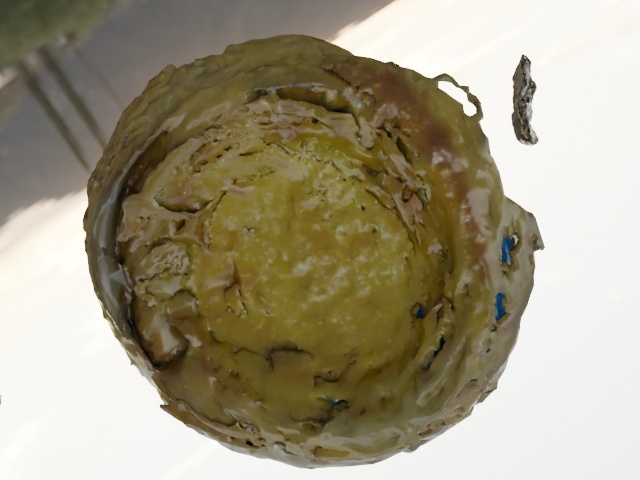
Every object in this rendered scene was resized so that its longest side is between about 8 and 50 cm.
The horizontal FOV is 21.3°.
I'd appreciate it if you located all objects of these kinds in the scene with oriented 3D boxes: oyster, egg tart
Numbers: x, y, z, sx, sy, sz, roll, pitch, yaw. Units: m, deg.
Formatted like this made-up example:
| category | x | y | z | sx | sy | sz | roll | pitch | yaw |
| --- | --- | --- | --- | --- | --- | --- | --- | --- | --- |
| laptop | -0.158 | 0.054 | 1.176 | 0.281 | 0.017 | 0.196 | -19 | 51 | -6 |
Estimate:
| category | x | y | z | sx | sy | sz | roll | pitch | yaw |
| --- | --- | --- | --- | --- | --- | --- | --- | --- | --- |
| oyster | 0.158 | -0.103 | 1.307 | 0.019 | 0.054 | 0.083 | 2 | -137 | 2 |
| egg tart | 0.000 | 0.000 | 1.026 | 0.291 | 0.290 | 0.107 | -28 | -177 | 23 |

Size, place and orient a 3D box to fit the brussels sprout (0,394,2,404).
| category | x | y | z | sx | sy | sz | roll | pitch | yaw |
| --- | --- | --- | --- | --- | --- | --- | --- | --- | --- |
| brussels sprout | -0.268 | 0.106 | 1.194 | 0.083 | 0.046 | 0.051 | 13 | -142 | 16 |
